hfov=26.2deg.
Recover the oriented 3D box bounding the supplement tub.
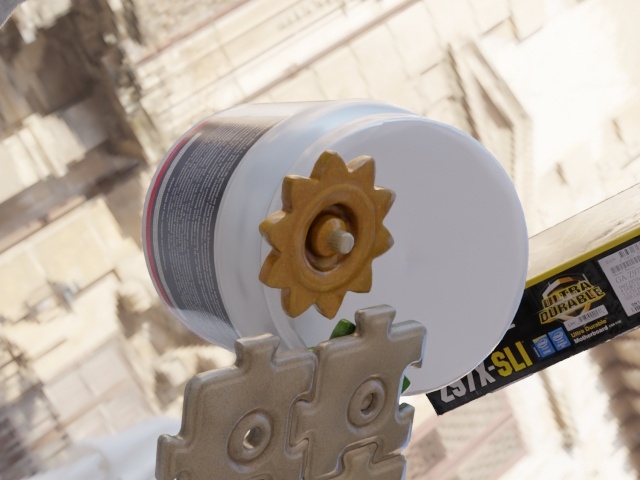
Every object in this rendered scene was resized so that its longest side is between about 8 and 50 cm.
[{"bbox_3d":[0.000,0.000,0.933,0.191,0.191,0.272,63,-17,-15],"label":"supplement tub"}]

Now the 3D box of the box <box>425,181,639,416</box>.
[{"bbox_3d":[0.233,0.027,1.207,0.257,0.322,0.079,-30,-90,25],"label":"box"}]

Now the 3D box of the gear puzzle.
[{"bbox_3d":[-0.025,0.114,0.714,0.044,0.175,0.339,26,-63,43],"label":"gear puzzle"}]

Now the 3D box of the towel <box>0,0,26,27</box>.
[{"bbox_3d":[-0.268,-0.218,0.717,0.317,0.053,0.332,26,-11,-23],"label":"towel"}]
